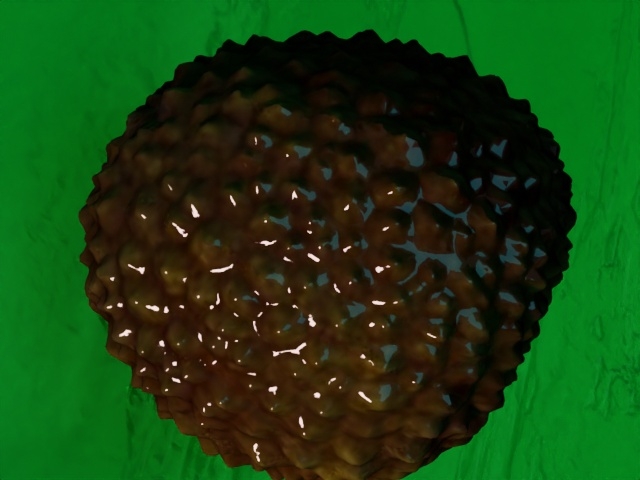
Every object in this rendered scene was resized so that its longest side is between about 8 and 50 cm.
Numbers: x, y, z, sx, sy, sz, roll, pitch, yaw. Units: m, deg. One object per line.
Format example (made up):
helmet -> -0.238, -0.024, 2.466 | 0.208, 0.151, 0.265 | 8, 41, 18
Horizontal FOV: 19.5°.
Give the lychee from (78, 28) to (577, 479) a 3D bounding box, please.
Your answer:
lychee -> 0.000, 0.000, 1.026 | 0.267, 0.267, 0.268 | 12, 72, -41
